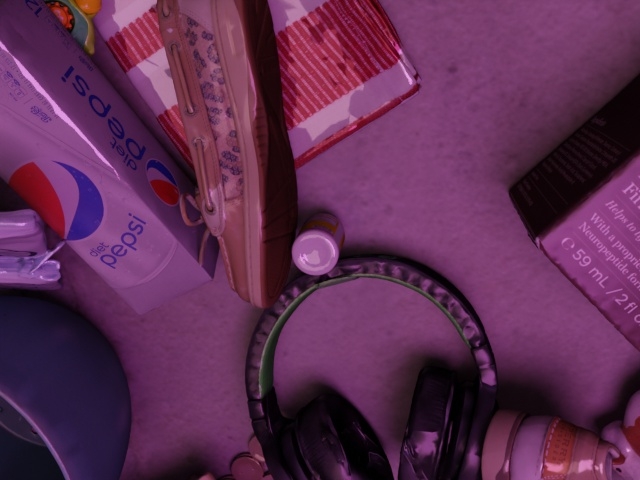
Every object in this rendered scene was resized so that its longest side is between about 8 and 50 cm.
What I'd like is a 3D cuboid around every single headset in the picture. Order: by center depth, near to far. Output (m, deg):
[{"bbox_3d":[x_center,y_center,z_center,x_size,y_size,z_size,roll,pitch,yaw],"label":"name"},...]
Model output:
[{"bbox_3d":[0.064,0.210,0.700,0.243,0.185,0.394,-17,93,13],"label":"headset"}]

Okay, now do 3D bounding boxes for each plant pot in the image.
[{"bbox_3d":[-0.321,0.188,0.719,0.293,0.235,0.293,2,106,7],"label":"plant pot"}]

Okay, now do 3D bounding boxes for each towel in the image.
[{"bbox_3d":[-0.088,-0.215,0.669,0.237,0.037,0.329,-30,101,16],"label":"towel"}]

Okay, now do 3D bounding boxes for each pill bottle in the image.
[{"bbox_3d":[0.000,0.000,0.697,0.043,0.083,0.043,2,107,7],"label":"pill bottle"}]

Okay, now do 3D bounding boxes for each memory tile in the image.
[{"bbox_3d":[-0.035,0.284,0.826,0.148,0.012,0.113,33,108,-2],"label":"memory tile"}]

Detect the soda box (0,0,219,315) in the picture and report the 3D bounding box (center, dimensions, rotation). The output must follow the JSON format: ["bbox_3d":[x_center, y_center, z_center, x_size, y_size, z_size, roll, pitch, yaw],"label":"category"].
[{"bbox_3d":[-0.206,-0.070,0.648,0.091,0.098,0.286,-25,122,19],"label":"soda box"}]

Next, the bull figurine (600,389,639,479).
[{"bbox_3d":[0.389,0.134,0.652,0.188,0.101,0.310,33,105,31],"label":"bull figurine"}]

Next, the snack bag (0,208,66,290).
[{"bbox_3d":[-0.372,0.023,0.585,0.323,0.342,0.037,-2,82,-20],"label":"snack bag"}]

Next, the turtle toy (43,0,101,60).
[{"bbox_3d":[-0.259,-0.198,0.666,0.130,0.066,0.095,31,129,10],"label":"turtle toy"}]

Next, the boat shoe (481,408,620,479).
[{"bbox_3d":[0.237,0.278,0.690,0.103,0.113,0.302,1,135,34],"label":"boat shoe"}]

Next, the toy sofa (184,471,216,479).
[{"bbox_3d":[-0.217,0.390,0.702,0.362,0.177,0.150,-34,84,-19],"label":"toy sofa"}]

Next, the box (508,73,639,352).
[{"bbox_3d":[0.292,-0.031,0.604,0.168,0.167,0.203,44,107,-6],"label":"box"}]

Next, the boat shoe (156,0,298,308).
[{"bbox_3d":[-0.079,-0.080,0.652,0.089,0.104,0.285,-2,99,15],"label":"boat shoe"}]
